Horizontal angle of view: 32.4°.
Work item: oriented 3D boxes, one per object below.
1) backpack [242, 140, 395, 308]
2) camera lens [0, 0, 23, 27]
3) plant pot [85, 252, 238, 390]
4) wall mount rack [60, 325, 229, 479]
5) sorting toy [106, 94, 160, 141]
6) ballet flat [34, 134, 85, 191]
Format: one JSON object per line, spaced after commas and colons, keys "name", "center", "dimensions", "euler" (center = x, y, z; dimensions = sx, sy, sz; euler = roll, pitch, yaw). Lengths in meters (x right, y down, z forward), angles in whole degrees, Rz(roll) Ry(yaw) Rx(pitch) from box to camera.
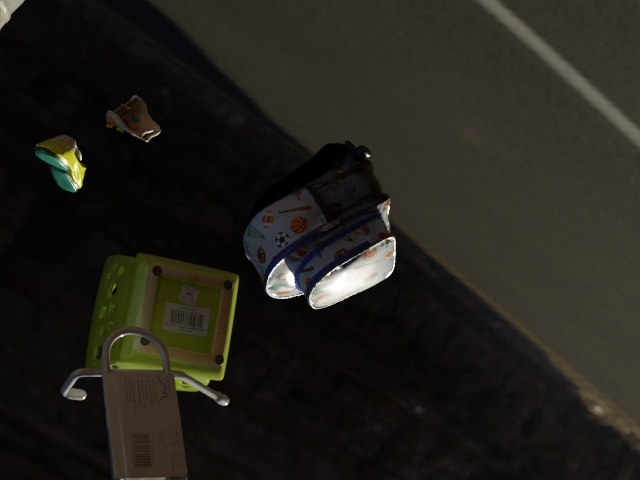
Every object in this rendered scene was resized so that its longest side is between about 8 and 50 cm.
{"name": "backpack", "center": [0.000, 0.000, 1.952], "dimensions": [0.276, 0.263, 0.213], "euler": [80, 167, -61]}
{"name": "camera lens", "center": [-0.531, -0.291, 1.346], "dimensions": [0.219, 0.274, 0.219], "euler": [43, 165, 15]}
{"name": "plant pot", "center": [-0.275, 0.145, 1.989], "dimensions": [0.228, 0.227, 0.207], "euler": [14, 166, -24]}
{"name": "wall mount rack", "center": [-0.248, 0.317, 1.745], "dimensions": [0.304, 0.350, 0.130], "euler": [6, 145, -28]}
{"name": "sorting toy", "center": [-0.303, -0.191, 1.809], "dimensions": [0.075, 0.045, 0.083], "euler": [34, -146, 6]}
{"name": "ballet flat", "center": [-0.526, -0.172, 2.256], "dimensions": [0.077, 0.077, 0.231], "euler": [23, 164, 7]}
